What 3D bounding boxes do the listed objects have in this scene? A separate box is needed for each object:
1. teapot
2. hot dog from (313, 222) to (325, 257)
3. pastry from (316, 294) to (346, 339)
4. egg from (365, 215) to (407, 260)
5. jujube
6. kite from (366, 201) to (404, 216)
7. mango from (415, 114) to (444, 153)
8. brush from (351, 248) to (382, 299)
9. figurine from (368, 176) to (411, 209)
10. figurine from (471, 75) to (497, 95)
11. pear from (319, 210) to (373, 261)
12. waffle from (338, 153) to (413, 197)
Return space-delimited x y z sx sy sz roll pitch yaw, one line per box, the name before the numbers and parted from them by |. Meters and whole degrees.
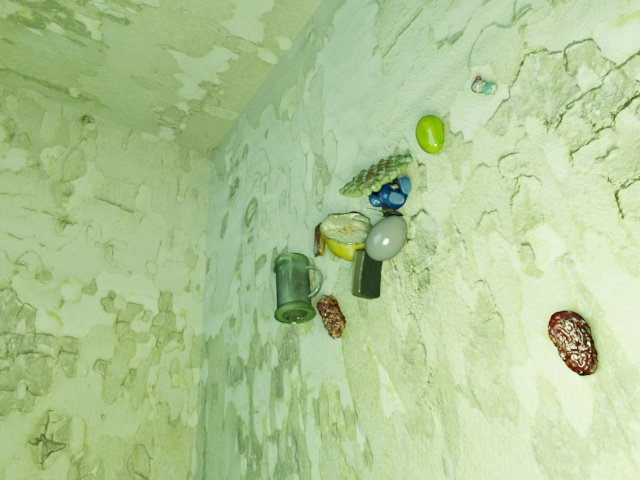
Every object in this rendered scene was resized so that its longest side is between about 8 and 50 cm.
teapot | -0.111 0.214 2.257 0.271 0.200 0.336 -21 54 22
hot dog | 0.000 0.000 2.280 0.072 0.055 0.188 -23 58 55
pastry | 0.050 0.333 2.022 0.097 0.115 0.208 -45 39 20
egg | 0.261 -0.009 1.800 0.198 0.146 0.146 -54 34 -2
jujube | 0.641 0.260 1.163 0.104 0.104 0.165 -28 65 49
kite | 0.265 -0.115 1.865 0.160 0.183 0.010 14 80 14
mango | 0.422 -0.411 1.777 0.117 0.089 0.163 -22 60 52
brush | 0.193 0.137 1.865 0.059 0.123 0.197 -9 70 52
figurine | 0.279 -0.183 1.882 0.164 0.120 0.262 -36 16 -3
figurine | 0.584 -0.551 1.631 0.106 0.047 0.059 46 125 51
pear | 0.109 0.005 2.015 0.266 0.267 0.177 -121 30 -49
waffle | 0.233 -0.270 1.902 0.292 0.056 0.309 -39 17 -22
